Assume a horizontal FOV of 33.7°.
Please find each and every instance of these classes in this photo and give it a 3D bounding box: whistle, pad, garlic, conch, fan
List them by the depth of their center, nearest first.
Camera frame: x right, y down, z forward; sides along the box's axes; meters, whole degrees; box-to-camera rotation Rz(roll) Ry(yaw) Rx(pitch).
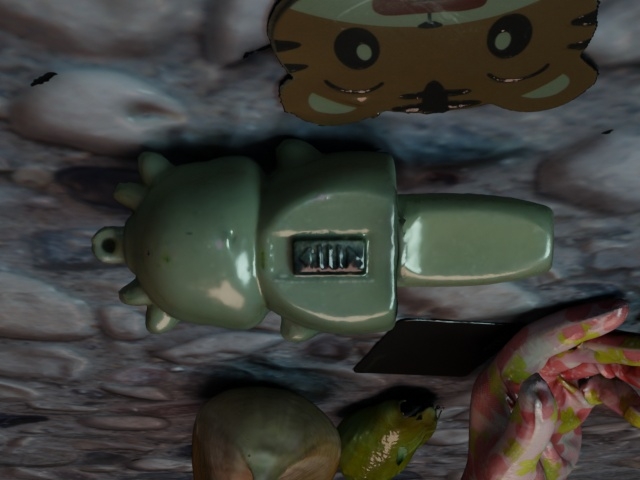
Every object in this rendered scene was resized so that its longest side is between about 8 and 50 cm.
[{"bbox_3d":[0.045,-0.103,0.430,0.152,0.008,0.227,-4,158,7],"label":"fan"},{"bbox_3d":[0.000,0.000,0.562,0.244,0.110,0.092,-2,-171,1],"label":"whistle"},{"bbox_3d":[0.100,0.095,0.912,0.112,0.003,0.157,3,157,-12],"label":"pad"},{"bbox_3d":[-0.058,0.215,0.987,0.145,0.164,0.245,17,151,0],"label":"garlic"},{"bbox_3d":[0.065,0.207,1.098,0.095,0.079,0.201,-8,156,-38],"label":"conch"}]

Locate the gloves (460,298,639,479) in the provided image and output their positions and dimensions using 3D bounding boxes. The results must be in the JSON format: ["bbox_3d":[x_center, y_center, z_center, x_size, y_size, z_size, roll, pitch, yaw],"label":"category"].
[{"bbox_3d":[0.187,0.130,0.865,0.145,0.126,0.241,-1,124,-23],"label":"gloves"}]
